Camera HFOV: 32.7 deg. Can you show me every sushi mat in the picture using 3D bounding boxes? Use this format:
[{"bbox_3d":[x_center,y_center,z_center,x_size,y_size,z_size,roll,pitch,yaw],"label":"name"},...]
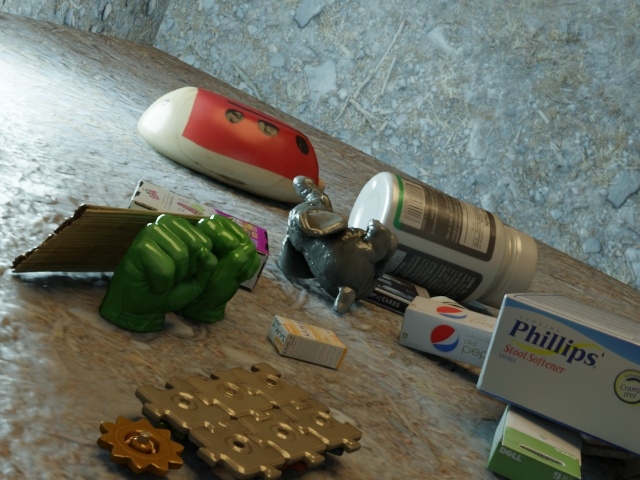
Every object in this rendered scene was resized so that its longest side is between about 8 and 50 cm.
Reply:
[{"bbox_3d":[-0.257,0.002,1.463,0.316,0.151,0.019,4,58,-60],"label":"sushi mat"}]

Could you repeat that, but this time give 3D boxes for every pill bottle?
[{"bbox_3d":[0.250,0.010,2.242,0.361,0.204,0.204,21,13,-18],"label":"pill bottle"}]

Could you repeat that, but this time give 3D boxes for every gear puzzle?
[{"bbox_3d":[-0.099,0.205,1.138,0.175,0.044,0.339,32,17,27],"label":"gear puzzle"}]

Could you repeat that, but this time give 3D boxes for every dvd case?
[{"bbox_3d":[0.101,0.083,2.063,0.238,0.030,0.179,23,12,-8],"label":"dvd case"}]

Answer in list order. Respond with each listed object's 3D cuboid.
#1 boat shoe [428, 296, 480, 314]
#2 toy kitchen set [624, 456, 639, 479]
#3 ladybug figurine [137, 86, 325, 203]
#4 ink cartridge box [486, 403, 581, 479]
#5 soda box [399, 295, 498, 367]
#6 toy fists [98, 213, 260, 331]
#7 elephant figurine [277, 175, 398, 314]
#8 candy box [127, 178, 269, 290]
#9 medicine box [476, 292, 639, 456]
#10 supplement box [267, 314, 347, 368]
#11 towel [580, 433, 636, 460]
[{"bbox_3d":[0.252,0.155,1.928,0.219,0.078,0.070,16,13,-41],"label":"boat shoe"},{"bbox_3d":[0.505,0.349,1.625,0.075,0.083,0.068,21,-29,-15],"label":"toy kitchen set"},{"bbox_3d":[-0.188,-0.221,2.484,0.449,0.162,0.305,22,12,-13],"label":"ladybug figurine"},{"bbox_3d":[0.286,0.288,1.456,0.109,0.062,0.209,24,11,9],"label":"ink cartridge box"},{"bbox_3d":[0.244,0.159,1.799,0.216,0.069,0.074,15,18,16],"label":"soda box"},{"bbox_3d":[-0.172,0.040,1.444,0.096,0.142,0.279,30,14,23],"label":"toy fists"},{"bbox_3d":[0.000,0.000,1.915,0.239,0.169,0.186,31,4,13],"label":"elephant figurine"},{"bbox_3d":[-0.204,-0.011,1.771,0.233,0.071,0.159,23,12,-9],"label":"candy box"},{"bbox_3d":[0.409,0.187,1.585,0.263,0.149,0.289,20,8,28],"label":"medicine box"},{"bbox_3d":[-0.019,0.144,1.546,0.098,0.036,0.062,18,13,-28],"label":"supplement box"},{"bbox_3d":[0.469,0.290,1.834,0.316,0.053,0.332,17,13,-27],"label":"towel"}]
